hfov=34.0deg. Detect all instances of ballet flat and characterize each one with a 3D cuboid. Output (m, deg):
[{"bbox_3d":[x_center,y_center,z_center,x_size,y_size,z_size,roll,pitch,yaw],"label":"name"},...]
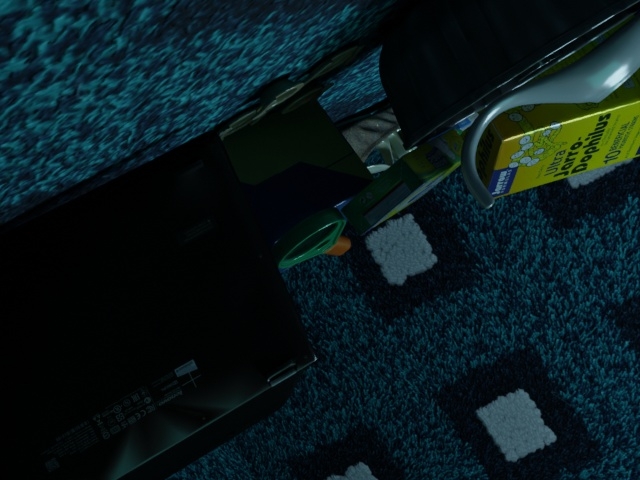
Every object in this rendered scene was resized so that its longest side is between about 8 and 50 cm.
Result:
[{"bbox_3d":[0.106,-0.179,1.815,0.316,0.106,0.107,-31,180,-43],"label":"ballet flat"}]

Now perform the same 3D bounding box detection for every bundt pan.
[{"bbox_3d":[0.198,-0.230,1.087,0.331,0.124,0.331,-31,180,0],"label":"bundt pan"}]

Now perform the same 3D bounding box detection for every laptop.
[{"bbox_3d":[-0.227,0.140,1.085,0.382,0.407,0.236,-29,-159,-18],"label":"laptop"}]

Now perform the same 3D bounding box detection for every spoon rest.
[{"bbox_3d":[0.251,-0.157,1.132,0.276,0.084,0.137,-45,180,4],"label":"spoon rest"}]

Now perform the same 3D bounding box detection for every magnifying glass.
[{"bbox_3d":[0.000,0.000,1.221,0.092,0.026,0.231,-37,168,8],"label":"magnifying glass"}]

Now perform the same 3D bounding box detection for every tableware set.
[{"bbox_3d":[-0.032,-0.150,1.088,0.169,0.020,0.141,-31,179,-30],"label":"tableware set"}]

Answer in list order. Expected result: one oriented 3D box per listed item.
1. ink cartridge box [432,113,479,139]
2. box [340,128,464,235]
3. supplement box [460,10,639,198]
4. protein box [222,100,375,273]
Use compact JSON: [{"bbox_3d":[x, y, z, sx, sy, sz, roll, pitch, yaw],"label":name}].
[{"bbox_3d":[0.175,-0.214,1.577,0.052,0.122,0.088,-36,178,33],"label":"ink cartridge box"},{"bbox_3d":[0.105,-0.071,1.192,0.105,0.043,0.179,-41,177,33],"label":"box"},{"bbox_3d":[0.419,-0.238,1.820,0.357,0.195,0.194,-16,152,-11],"label":"supplement box"},{"bbox_3d":[-0.074,-0.038,1.256,0.200,0.136,0.201,-31,171,-25],"label":"protein box"}]
